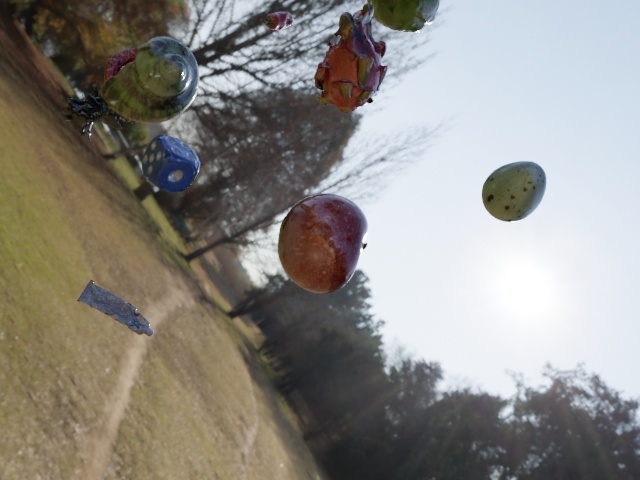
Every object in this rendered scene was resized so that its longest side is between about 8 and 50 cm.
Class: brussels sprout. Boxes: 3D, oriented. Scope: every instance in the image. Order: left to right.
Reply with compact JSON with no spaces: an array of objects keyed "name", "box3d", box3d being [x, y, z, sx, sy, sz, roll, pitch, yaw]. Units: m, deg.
[{"name":"brussels sprout","box3d":[0.257,-0.747,2.009,0.244,0.244,0.244,60,-6,11]}]

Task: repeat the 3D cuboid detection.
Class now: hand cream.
[{"name":"hand cream","box3d":[-0.608,0.218,1.999,0.257,0.050,0.084,43,44,-27]}]

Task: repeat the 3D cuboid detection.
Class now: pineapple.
[{"name":"pineapple","box3d":[-0.446,-0.291,1.408,0.125,0.125,0.251,62,34,-11]}]

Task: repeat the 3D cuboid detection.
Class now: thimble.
[{"name":"thimble","box3d":[-0.535,-0.446,1.905,0.125,0.163,0.189,135,-47,-72]}]

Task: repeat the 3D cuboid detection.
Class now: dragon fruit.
[{"name":"dragon fruit","box3d":[0.065,-0.350,1.266,0.150,0.133,0.207,-89,-167,-79]}]

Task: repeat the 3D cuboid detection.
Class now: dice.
[{"name":"dice","box3d":[-0.496,-0.253,2.185,0.146,0.143,0.146,19,27,-45]}]

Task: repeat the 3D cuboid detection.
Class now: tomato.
[{"name":"tomato","box3d":[0.000,0.000,1.752,0.227,0.270,0.270,26,-3,-6]}]

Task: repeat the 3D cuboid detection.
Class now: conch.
[{"name":"conch","box3d":[-0.318,-0.301,1.265,0.124,0.187,0.181,55,-28,12]}]

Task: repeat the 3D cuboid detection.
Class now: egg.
[{"name":"egg","box3d":[0.435,-0.114,1.470,0.164,0.131,0.131,-45,-110,45]}]

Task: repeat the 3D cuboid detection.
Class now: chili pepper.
[{"name":"chili pepper","box3d":[-0.135,-0.715,2.155,0.050,0.191,0.059,20,-62,24]}]
